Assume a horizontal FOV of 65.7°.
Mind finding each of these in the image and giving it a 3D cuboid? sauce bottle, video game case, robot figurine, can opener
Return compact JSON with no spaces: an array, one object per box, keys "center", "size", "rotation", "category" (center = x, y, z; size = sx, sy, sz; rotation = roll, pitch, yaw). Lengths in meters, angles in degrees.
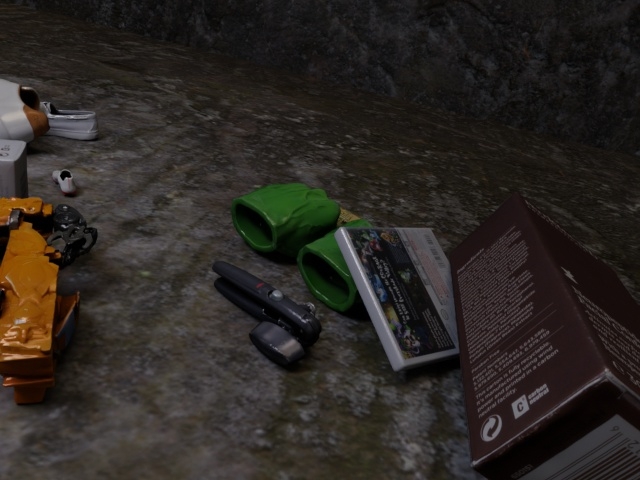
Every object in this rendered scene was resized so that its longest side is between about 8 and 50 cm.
[{"center":[0.037,-0.036,0.881],"size":[0.128,0.042,0.042],"rotation":[31,31,33],"category":"sauce bottle"},{"center":[0.121,0.064,0.637],"size":[0.173,0.022,0.190],"rotation":[0,56,-38],"category":"video game case"},{"center":[-0.345,0.040,0.508],"size":[0.211,0.084,0.291],"rotation":[1,30,-24],"category":"robot figurine"},{"center":[-0.072,0.074,0.595],"size":[0.073,0.059,0.186],"rotation":[-15,38,-42],"category":"can opener"}]

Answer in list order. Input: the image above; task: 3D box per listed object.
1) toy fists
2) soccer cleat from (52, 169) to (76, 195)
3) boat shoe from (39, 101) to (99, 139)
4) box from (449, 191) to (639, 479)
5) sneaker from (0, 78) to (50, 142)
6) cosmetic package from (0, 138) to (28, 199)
[{"center":[0.000,0.000,0.738],"size":[0.279,0.096,0.142],"rotation":[34,42,32],"category":"toy fists"},{"center":[-0.417,-0.102,0.807],"size":[0.029,0.035,0.083],"rotation":[-8,34,-36],"category":"soccer cleat"},{"center":[-0.548,-0.248,1.001],"size":[0.184,0.063,0.066],"rotation":[9,27,-8],"category":"boat shoe"},{"center":[0.260,0.109,0.529],"size":[0.191,0.143,0.381],"rotation":[37,25,-7],"category":"box"},{"center":[-0.614,-0.263,0.942],"size":[0.290,0.105,0.123],"rotation":[39,51,24],"category":"sneaker"},{"center":[-0.503,-0.071,0.619],"size":[0.231,0.117,0.085],"rotation":[3,28,-23],"category":"cosmetic package"}]
